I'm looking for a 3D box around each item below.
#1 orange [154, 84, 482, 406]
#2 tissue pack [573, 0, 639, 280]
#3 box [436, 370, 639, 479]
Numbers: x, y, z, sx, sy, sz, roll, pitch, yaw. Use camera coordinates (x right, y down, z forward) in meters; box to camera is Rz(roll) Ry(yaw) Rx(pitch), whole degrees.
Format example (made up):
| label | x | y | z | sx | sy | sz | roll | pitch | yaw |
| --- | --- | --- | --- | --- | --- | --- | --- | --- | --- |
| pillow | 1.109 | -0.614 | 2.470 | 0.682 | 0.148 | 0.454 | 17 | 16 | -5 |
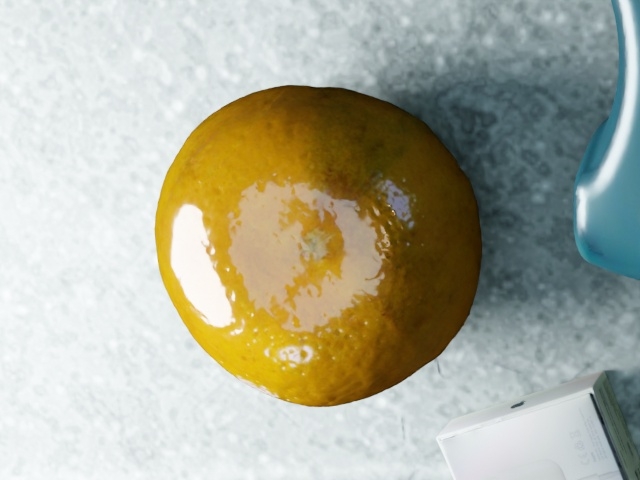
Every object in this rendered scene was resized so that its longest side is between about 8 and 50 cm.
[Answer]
| label | x | y | z | sx | sy | sz | roll | pitch | yaw |
| --- | --- | --- | --- | --- | --- | --- | --- | --- | --- |
| orange | 0.000 | 0.000 | 1.306 | 0.240 | 0.171 | 0.240 | 2 | 97 | 15 |
| tissue pack | 0.278 | -0.113 | 1.164 | 0.206 | 0.198 | 0.287 | 6 | 102 | 17 |
| box | 0.172 | 0.182 | 1.351 | 0.129 | 0.051 | 0.130 | -20 | 94 | 23 |
